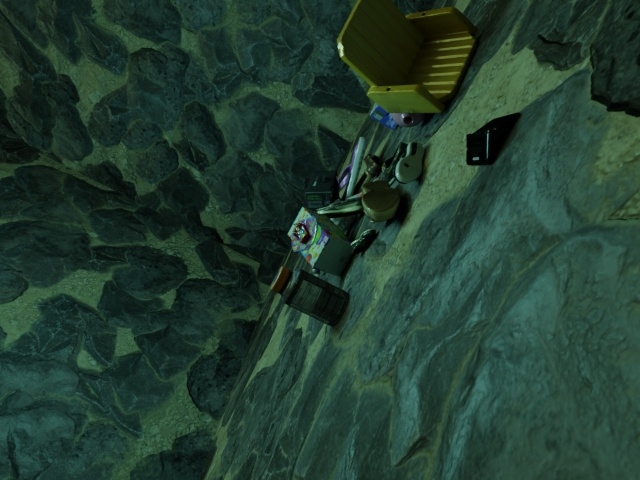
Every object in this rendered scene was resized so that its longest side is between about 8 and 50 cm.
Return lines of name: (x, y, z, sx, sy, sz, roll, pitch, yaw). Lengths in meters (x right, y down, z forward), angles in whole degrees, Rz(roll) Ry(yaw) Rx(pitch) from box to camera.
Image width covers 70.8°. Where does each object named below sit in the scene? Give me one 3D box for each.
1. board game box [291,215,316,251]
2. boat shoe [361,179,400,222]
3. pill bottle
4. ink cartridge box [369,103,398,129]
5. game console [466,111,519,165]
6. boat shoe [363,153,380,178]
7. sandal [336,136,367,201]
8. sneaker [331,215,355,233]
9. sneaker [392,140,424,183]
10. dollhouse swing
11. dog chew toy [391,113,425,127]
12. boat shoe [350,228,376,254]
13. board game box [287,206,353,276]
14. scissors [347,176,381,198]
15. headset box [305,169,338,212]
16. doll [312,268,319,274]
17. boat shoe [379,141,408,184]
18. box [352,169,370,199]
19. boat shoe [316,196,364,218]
board game box: (-0.080, -0.028, 1.789, 0.168, 0.033, 0.133, -13, 65, 53)
boat shoe: (0.201, -0.114, 1.492, 0.341, 0.121, 0.110, -77, -21, -70)
pill bottle: (-0.041, 0.178, 1.513, 0.131, 0.245, 0.130, -60, 8, 14)
ink cartridge box: (0.379, -0.712, 2.099, 0.396, 0.151, 0.270, -65, 8, -24)
game console: (0.380, -0.223, 1.003, 0.122, 0.071, 0.107, -118, 26, -81)
boat shoe: (0.247, -0.357, 2.082, 0.073, 0.073, 0.207, -56, 17, 27)
sandal: (0.131, -0.313, 2.226, 0.169, 0.102, 0.417, -72, -1, -73)
sneaker: (0.084, -0.077, 2.023, 0.118, 0.110, 0.292, -25, 27, 52)
sneaker: (0.274, -0.220, 1.467, 0.217, 0.079, 0.121, -59, 0, -44)
dollhouse swing: (0.290, -0.660, 1.495, 0.315, 0.305, 0.347, 15, 73, 43)
dog chew toy: (0.342, -0.561, 1.736, 0.207, 0.206, 0.332, 126, 160, -48)
boat shoe: (0.155, 0.004, 1.584, 0.133, 0.048, 0.042, -45, 46, 44)
board game box: (0.000, 0.000, 1.822, 0.144, 0.142, 0.275, -61, 35, 15)
scissors: (0.174, -0.197, 1.994, 0.297, 0.021, 0.109, -26, 36, 57)
headset box: (0.018, -0.195, 2.285, 0.246, 0.131, 0.283, -73, -20, -55)
doll: (0.032, 0.091, 2.045, 0.189, 0.046, 0.129, -45, 9, 45)
boat shoe: (0.270, -0.280, 1.674, 0.228, 0.068, 0.081, -52, 13, 53)
box: (0.208, -0.286, 2.248, 0.201, 0.021, 0.164, -58, 9, 33)
boat shoe: (0.086, -0.143, 1.949, 0.080, 0.223, 0.074, 27, -119, -62)
